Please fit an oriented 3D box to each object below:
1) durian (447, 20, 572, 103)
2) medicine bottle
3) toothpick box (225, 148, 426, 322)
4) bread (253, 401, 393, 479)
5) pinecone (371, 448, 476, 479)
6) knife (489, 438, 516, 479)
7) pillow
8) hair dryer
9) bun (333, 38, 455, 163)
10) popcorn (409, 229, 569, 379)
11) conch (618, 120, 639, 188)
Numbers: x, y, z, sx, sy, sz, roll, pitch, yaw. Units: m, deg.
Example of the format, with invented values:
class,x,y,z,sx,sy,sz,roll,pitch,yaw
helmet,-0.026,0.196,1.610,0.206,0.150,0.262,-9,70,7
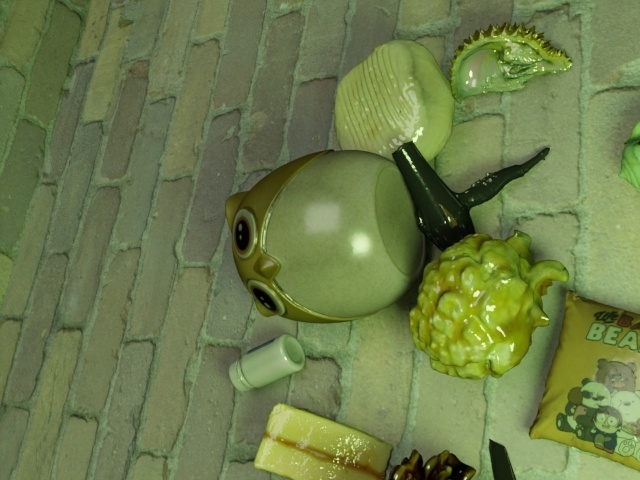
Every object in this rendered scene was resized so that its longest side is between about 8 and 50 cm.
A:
class,x,y,z,sx,sy,sz,roll,pitch,yaw
durian,0.448,-0.443,1.733,0.306,0.172,0.166,-5,92,27
medicine bottle,-0.141,0.322,1.858,0.187,0.103,0.102,-29,56,25
toothpick box,0.000,0.000,1.690,0.426,0.409,0.408,-13,63,30
bread,0.005,0.490,1.636,0.264,0.163,0.167,8,75,38
pinecone,0.192,0.605,1.318,0.398,0.398,0.397,-15,62,31
knife,0.382,0.511,1.439,0.060,0.028,0.230,-39,49,33
pillow,0.568,0.274,1.337,0.310,0.119,0.312,13,80,43
hair dryer,0.364,-0.152,1.643,0.360,0.303,0.120,-31,9,-2
bun,0.197,-0.332,1.828,0.361,0.213,0.360,-10,76,46
popcorn,0.332,0.126,1.486,0.274,0.279,0.335,8,88,58
conch,0.714,-0.194,1.423,0.251,0.137,0.143,-41,51,15
